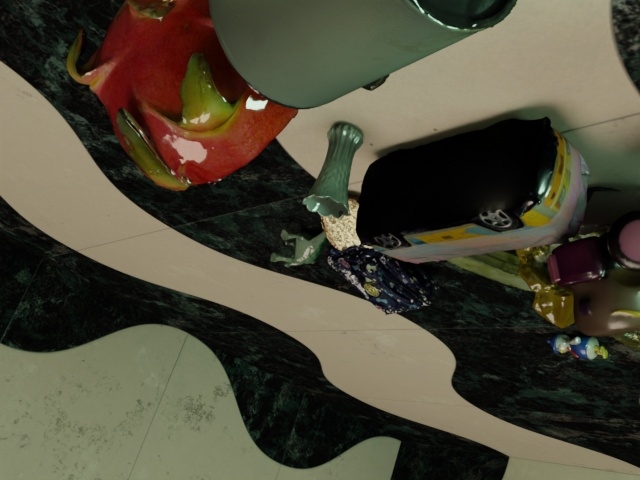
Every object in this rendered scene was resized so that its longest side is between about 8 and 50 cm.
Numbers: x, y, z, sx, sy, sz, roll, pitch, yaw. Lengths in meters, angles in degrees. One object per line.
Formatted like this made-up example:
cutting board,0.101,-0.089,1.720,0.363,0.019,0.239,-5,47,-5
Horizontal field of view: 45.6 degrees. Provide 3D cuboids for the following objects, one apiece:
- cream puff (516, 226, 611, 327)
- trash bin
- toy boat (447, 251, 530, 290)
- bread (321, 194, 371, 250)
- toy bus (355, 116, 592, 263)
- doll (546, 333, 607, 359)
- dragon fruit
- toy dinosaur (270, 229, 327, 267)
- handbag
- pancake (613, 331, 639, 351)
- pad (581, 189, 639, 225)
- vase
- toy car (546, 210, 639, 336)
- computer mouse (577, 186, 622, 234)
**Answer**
cream puff,0.444,0.064,1.318,0.221,0.194,0.195,7,155,37
trash bin,0.037,-0.277,0.787,0.277,0.217,0.263,21,160,-33
toy boat,0.352,0.043,1.499,0.293,0.055,0.093,20,161,0
bread,0.067,-0.039,1.524,0.126,0.044,0.129,4,123,20
toy bus,0.243,-0.067,1.202,0.162,0.171,0.386,22,160,-34
doll,0.598,0.247,1.783,0.143,0.057,0.099,8,156,41
dragon fruit,-0.177,-0.241,0.980,0.305,0.305,0.225,3,146,36
toy dinosaur,-0.047,0.007,1.702,0.129,0.076,0.383,-10,169,-12
handbag,0.139,0.069,1.670,0.162,0.113,0.260,-15,133,44
pancake,0.721,0.195,1.577,0.254,0.037,0.253,17,159,7
pad,0.489,-0.051,1.146,0.188,0.006,0.113,-2,155,1
vase,0.026,-0.119,1.263,0.081,0.148,0.081,13,159,5
toy car,0.504,0.078,1.055,0.341,0.240,0.271,-10,173,14
computer mouse,0.433,-0.054,1.215,0.135,0.047,0.079,-16,135,38
